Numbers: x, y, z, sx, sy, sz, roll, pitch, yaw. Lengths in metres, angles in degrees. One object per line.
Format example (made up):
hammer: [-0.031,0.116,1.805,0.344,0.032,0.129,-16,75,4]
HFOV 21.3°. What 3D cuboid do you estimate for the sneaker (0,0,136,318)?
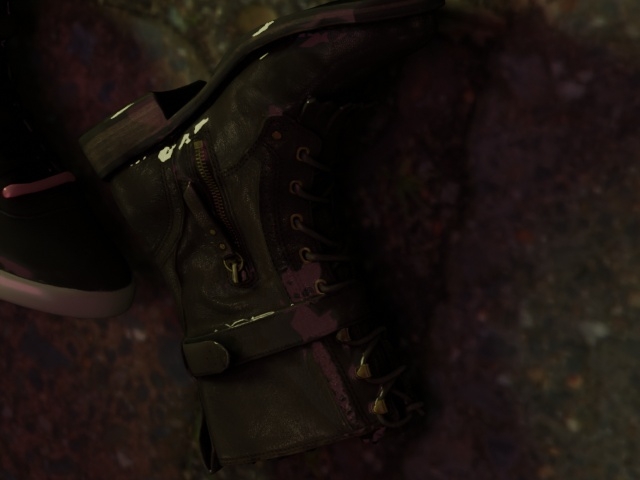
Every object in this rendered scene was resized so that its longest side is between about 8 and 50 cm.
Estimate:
sneaker: [-0.205,-0.082,1.016,0.296,0.105,0.147,40,120,23]

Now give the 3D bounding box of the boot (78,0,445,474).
boot: [0.000,0.000,0.936,0.263,0.091,0.229,-26,90,34]
